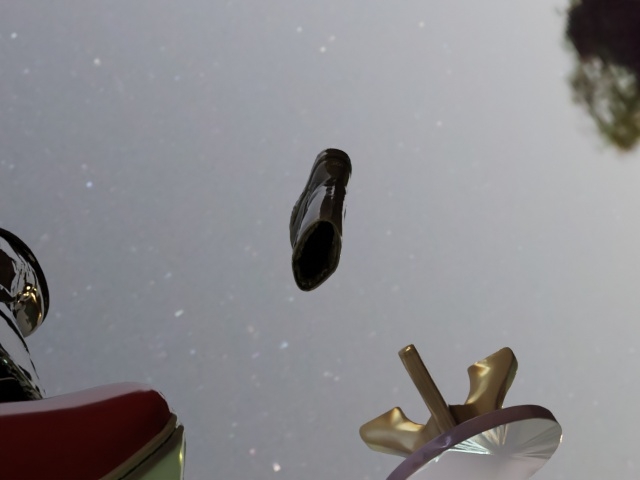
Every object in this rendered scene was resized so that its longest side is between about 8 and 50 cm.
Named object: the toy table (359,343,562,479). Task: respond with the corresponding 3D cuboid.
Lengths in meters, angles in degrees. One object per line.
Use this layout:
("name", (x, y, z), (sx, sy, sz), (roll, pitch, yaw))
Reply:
("toy table", (0.186, 0.272, 1.649), (0.161, 0.274, 0.252), (-114, 4, -46))

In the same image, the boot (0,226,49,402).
("boot", (-0.257, 0.070, 0.893), (0.229, 0.091, 0.263), (58, 174, 35))

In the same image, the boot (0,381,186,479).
("boot", (-0.160, 0.035, 0.341), (0.244, 0.088, 0.176), (-14, -86, -34))

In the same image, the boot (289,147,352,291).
("boot", (-0.002, 0.001, 1.455), (0.076, 0.189, 0.208), (6, -146, -5))
